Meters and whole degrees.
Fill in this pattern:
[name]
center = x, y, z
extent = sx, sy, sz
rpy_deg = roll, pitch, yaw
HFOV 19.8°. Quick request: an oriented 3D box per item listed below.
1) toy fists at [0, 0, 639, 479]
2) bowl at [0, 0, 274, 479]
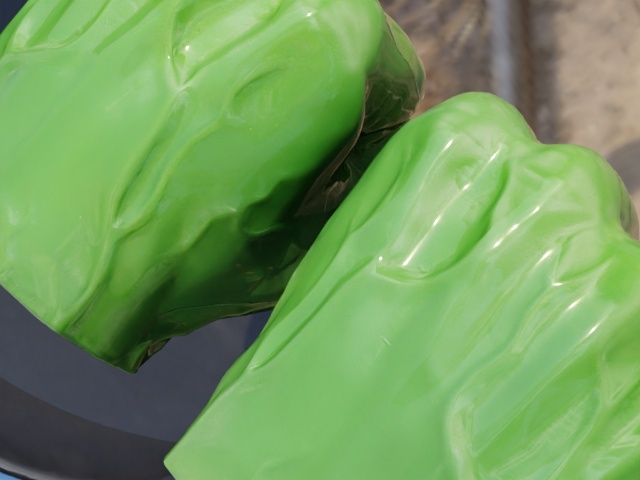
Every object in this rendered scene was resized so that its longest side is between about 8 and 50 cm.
[toy fists]
center = 0.000, 0.000, 0.548
extent = 0.142, 0.096, 0.279
rpy_deg = -51, 56, 6
[bowl]
center = -0.150, -0.012, 0.784
extent = 0.391, 0.077, 0.391
rpy_deg = 13, 122, 22
